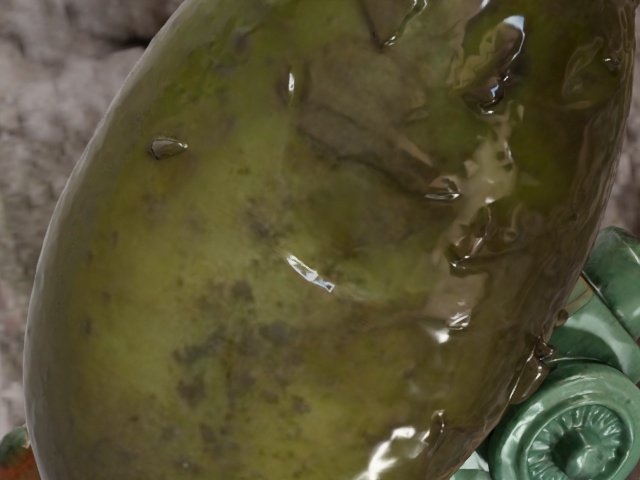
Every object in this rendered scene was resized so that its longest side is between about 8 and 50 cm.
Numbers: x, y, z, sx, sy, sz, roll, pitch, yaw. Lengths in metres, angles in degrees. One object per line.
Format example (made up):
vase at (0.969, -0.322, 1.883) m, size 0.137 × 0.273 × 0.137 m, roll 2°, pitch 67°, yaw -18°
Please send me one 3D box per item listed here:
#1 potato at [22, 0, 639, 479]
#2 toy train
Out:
potato at (0.000, 0.000, 0.562) m, size 0.149 × 0.113 × 0.251 m, roll 24°, pitch 105°, yaw -7°
toy train at (-0.005, 0.070, 0.731) m, size 0.285 × 0.116 × 0.177 m, roll -38°, pitch 126°, yaw 7°
